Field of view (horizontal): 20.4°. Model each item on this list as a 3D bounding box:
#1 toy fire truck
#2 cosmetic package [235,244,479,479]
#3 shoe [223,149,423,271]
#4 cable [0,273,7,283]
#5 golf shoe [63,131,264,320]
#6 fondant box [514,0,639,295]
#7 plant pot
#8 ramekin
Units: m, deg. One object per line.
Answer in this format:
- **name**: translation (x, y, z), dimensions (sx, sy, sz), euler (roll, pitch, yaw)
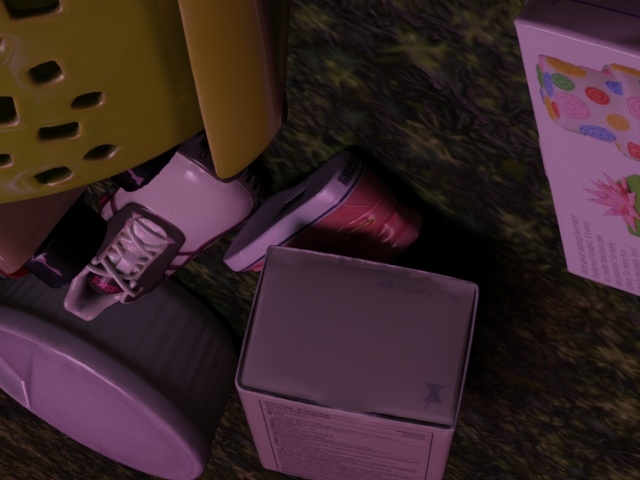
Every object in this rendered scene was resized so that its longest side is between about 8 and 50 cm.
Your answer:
- **toy fire truck**: translation (-0.204, -0.103, 1.203), dimensions (0.158, 0.217, 0.246), euler (41, 170, -22)
- **cosmetic package**: translation (0.030, 0.112, 1.368), dimensions (0.160, 0.113, 0.309), euler (11, 162, 4)
- **shoe**: translation (0.000, 0.000, 1.312), dimensions (0.081, 0.063, 0.178), euler (39, 144, -14)
- **cable**: translation (-0.413, 0.040, 1.891), dimensions (0.257, 0.089, 0.257), euler (16, 153, 32)
- **golf shoe**: translation (-0.128, -0.007, 1.407), dimensions (0.105, 0.120, 0.273), euler (35, 156, -7)
- **fondant box**: translation (0.277, -0.029, 0.893), dimensions (0.330, 0.096, 0.238), euler (18, 154, 25)
- **plant pot**: translation (-0.122, -0.162, 0.916), dimensions (0.207, 0.228, 0.227), euler (1, 152, 4)
- **ramekin**: translation (-0.204, 0.108, 1.722), dimensions (0.273, 0.127, 0.273), euler (25, 157, 11)
